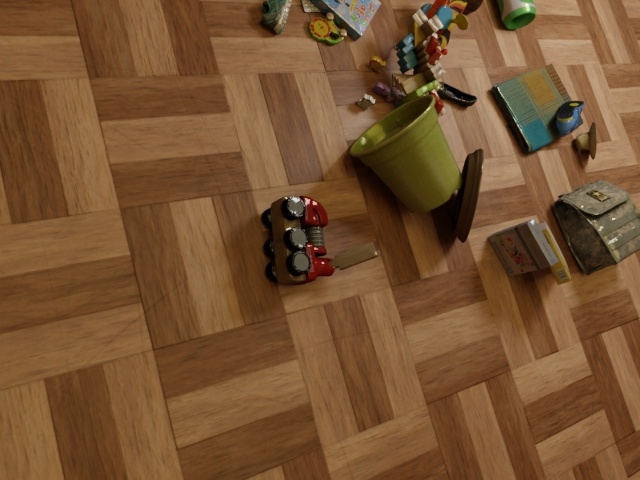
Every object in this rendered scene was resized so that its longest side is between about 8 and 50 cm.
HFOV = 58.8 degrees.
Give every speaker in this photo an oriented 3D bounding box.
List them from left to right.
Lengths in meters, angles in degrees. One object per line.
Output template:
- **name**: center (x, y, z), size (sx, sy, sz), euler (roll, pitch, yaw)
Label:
- **speaker**: center (0.701, -0.942, 2.104), size (0.131, 0.131, 0.296), euler (-7, 78, -29)

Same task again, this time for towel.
- **towel**: center (0.794, -0.485, 2.067), size (0.370, 0.040, 0.271), euler (-27, 90, -33)

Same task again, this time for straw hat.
- **straw hat**: center (0.980, -0.368, 2.109), size (0.061, 0.144, 0.144), euler (-1, 70, 16)

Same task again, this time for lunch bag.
- **lunch bag**: center (0.961, -0.065, 1.955), size (0.235, 0.169, 0.287), euler (-22, 78, -27)

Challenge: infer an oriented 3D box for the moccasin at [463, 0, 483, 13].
- **moccasin**: center (0.517, -1.005, 2.013), size (0.139, 0.147, 0.379), euler (6, 72, -26)

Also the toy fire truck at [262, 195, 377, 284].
- **toy fire truck**: center (0.000, 0.000, 1.457), size (0.246, 0.159, 0.216), euler (5, 72, -38)

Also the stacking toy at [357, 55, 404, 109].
- **stacking toy**: center (0.225, -0.445, 1.750), size (0.221, 0.052, 0.166), euler (26, 65, -19)

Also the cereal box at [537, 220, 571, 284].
- **cereal box**: center (0.730, 0.034, 1.796), size (0.173, 0.047, 0.240), euler (65, 21, 3)

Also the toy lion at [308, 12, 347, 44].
- **toy lion**: center (0.016, -0.631, 1.712), size (0.096, 0.034, 0.100), euler (-44, 98, -23)

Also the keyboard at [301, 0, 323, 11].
- **keyboard**: center (0.051, -0.746, 1.772), size (0.256, 0.014, 0.072), euler (-14, 82, -30)

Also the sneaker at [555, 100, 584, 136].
- **sneaker**: center (0.904, -0.444, 2.064), size (0.209, 0.069, 0.082), euler (-44, 131, -41)

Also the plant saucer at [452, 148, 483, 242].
- **plant saucer**: center (0.426, -0.132, 1.657), size (0.041, 0.278, 0.277), euler (10, 68, 8)

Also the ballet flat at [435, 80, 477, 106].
- **ballet flat**: center (0.440, -0.491, 1.876), size (0.173, 0.049, 0.057), euler (15, 68, -23)

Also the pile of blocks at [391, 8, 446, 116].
- **pile of blocks**: center (0.301, -0.520, 1.694), size (0.149, 0.113, 0.361), euler (-5, 89, -22)

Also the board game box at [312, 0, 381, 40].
- **board game box**: center (0.072, -0.746, 1.755), size (0.212, 0.039, 0.160), euler (36, 65, -19)

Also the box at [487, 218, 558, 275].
- **box**: center (0.611, 0.025, 1.729), size (0.038, 0.186, 0.145), euler (-29, 90, -24)

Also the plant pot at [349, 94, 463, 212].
- **plant pot**: center (0.265, -0.225, 1.604), size (0.276, 0.276, 0.254), euler (-48, 110, -30)

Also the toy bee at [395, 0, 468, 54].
- **toy bee**: center (0.383, -0.700, 1.868), size (0.162, 0.298, 0.195), euler (38, 21, -43)

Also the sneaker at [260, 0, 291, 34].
- **sneaker**: center (-0.127, -0.677, 1.634), size (0.076, 0.065, 0.166), euler (19, 66, -17)
